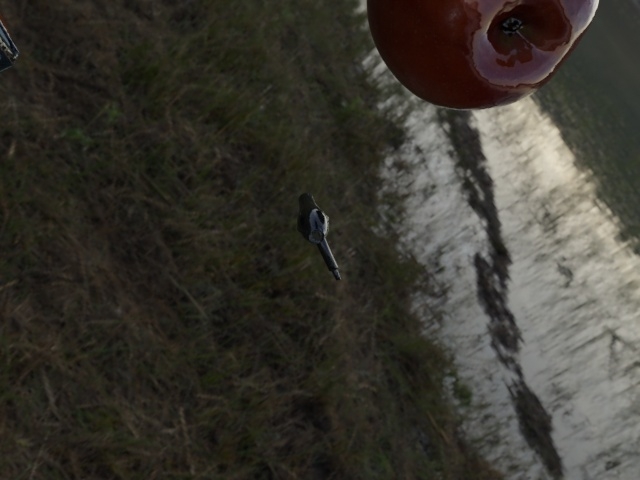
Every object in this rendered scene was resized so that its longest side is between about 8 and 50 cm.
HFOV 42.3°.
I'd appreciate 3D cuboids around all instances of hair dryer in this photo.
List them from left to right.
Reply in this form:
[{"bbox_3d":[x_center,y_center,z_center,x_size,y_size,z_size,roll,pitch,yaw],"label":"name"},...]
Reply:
[{"bbox_3d":[0.000,0.000,0.806,0.079,0.031,0.083,-104,173,-62],"label":"hair dryer"}]

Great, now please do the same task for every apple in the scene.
[{"bbox_3d":[0.184,-0.276,0.942,0.260,0.260,0.216,34,20,-34],"label":"apple"}]

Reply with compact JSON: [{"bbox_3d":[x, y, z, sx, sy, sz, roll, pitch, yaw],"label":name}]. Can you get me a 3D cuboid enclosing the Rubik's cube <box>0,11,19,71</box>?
[{"bbox_3d":[-0.577,-0.325,1.063,0.250,0.246,0.248,62,-2,21],"label":"Rubik's cube"}]
